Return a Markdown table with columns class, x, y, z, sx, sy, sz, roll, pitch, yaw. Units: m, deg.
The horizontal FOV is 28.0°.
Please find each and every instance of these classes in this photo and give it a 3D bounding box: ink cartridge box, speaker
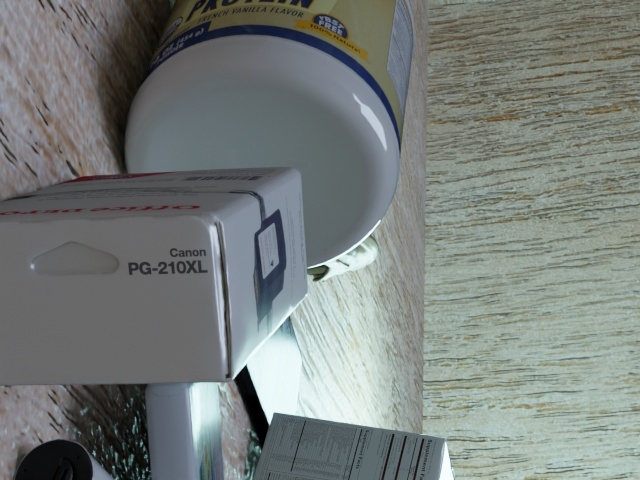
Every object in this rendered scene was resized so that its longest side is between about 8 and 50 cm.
| class | x | y | z | sx | sy | sz | roll | pitch | yaw |
| --- | --- | --- | --- | --- | --- | --- | --- | --- | --- |
| ink cartridge box | -0.114 | 0.016 | 0.820 | 0.237 | 0.172 | 0.100 | -43 | 130 | -76 |
| speaker | -0.158 | 0.183 | 0.871 | 0.136 | 0.055 | 0.055 | 69 | 21 | -60 |

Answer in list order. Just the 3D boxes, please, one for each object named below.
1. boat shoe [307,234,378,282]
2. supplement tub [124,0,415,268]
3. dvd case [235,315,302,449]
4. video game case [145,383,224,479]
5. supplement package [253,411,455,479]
| class | x | y | z | sx | sy | sz | roll | pitch | yaw |
| --- | --- | --- | --- | --- | --- | --- | --- | --- | --- |
| boat shoe | 0.000 | 0.000 | 1.702 | 0.098 | 0.109 | 0.302 | -51 | 165 | -3 |
| supplement tub | -0.033 | -0.148 | 1.144 | 0.316 | 0.228 | 0.228 | -80 | 164 | -50 |
| dvd case | -0.061 | 0.139 | 1.509 | 0.253 | 0.022 | 0.180 | 76 | 16 | -49 |
| video game case | -0.104 | 0.247 | 1.063 | 0.300 | 0.036 | 0.329 | -105 | -168 | -84 |
| supplement package | 0.040 | 0.316 | 1.465 | 0.194 | 0.203 | 0.149 | 72 | 29 | -54 |
